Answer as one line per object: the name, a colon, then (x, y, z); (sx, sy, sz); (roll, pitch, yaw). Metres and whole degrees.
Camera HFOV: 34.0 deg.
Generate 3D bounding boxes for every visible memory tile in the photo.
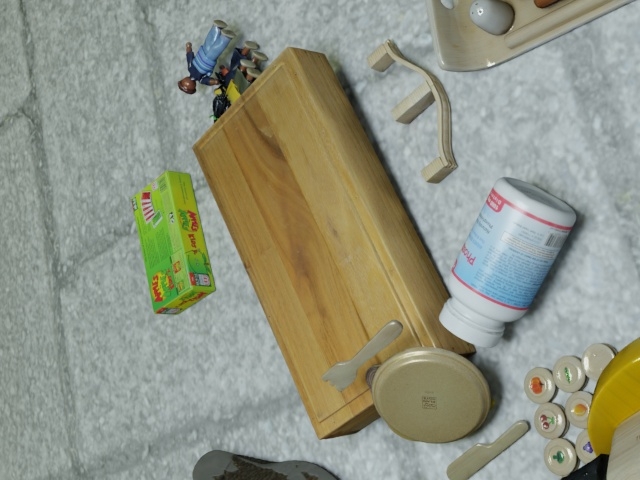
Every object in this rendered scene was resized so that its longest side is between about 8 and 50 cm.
memory tile: (0.257, 0.182, 1.011); (0.113, 0.012, 0.148); (-29, 65, 39)

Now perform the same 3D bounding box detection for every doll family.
doll family: (-0.122, -0.204, 1.396); (0.111, 0.076, 0.193); (-55, 46, 31)

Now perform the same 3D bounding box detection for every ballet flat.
ballet flat: (-0.056, 0.311, 1.284); (0.250, 0.058, 0.084); (3, 52, 40)

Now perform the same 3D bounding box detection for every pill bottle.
pill bottle: (0.183, 0.024, 1.051); (0.087, 0.087, 0.160); (39, 112, 40)

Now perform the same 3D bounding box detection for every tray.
tray: (0.000, 0.000, 1.221); (0.203, 0.076, 0.410); (-41, 63, 34)

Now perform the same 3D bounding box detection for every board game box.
board game box: (-0.209, 0.004, 1.473); (0.092, 0.043, 0.181); (-32, 63, 39)

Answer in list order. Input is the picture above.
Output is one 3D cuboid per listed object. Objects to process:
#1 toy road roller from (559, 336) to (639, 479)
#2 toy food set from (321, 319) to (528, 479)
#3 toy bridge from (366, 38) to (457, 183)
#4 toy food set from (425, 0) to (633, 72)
toy road roller: (0.358, 0.199, 0.816); (0.329, 0.240, 0.202); (44, 122, -3)
toy food set: (0.112, 0.159, 1.085); (0.132, 0.192, 0.038); (-44, 12, 30)
toy bridge: (0.110, -0.158, 1.187); (0.063, 0.026, 0.188); (-40, 59, 32)
toy food set: (0.224, -0.327, 1.047); (0.306, 0.092, 0.219); (-21, 71, 41)
